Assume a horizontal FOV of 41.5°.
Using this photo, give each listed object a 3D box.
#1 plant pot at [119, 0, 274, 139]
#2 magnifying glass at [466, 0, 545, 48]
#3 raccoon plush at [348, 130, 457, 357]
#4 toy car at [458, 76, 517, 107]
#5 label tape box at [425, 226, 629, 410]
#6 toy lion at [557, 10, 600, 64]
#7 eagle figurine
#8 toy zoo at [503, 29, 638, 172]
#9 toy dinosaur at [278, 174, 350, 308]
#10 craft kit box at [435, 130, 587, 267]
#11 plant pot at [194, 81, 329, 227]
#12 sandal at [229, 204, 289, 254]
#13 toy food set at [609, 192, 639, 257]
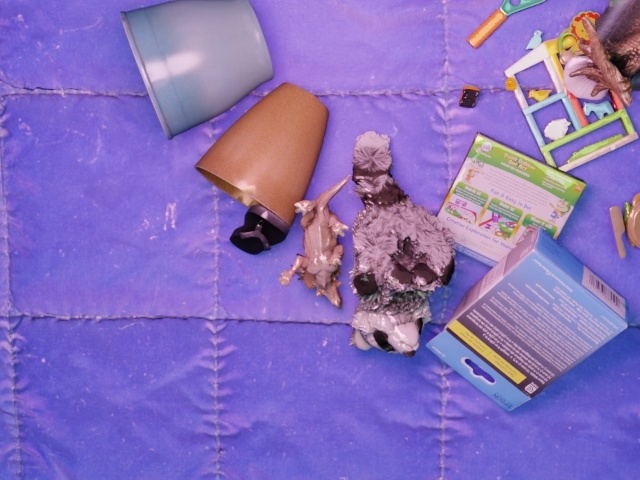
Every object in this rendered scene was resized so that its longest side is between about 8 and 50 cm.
[{"bbox_3d":[-0.241,-0.375,1.737,0.255,0.271,0.272,-20,95,-5],"label":"plant pot"},{"bbox_3d":[0.397,-0.491,1.758,0.231,0.026,0.092,-44,91,11],"label":"magnifying glass"},{"bbox_3d":[0.154,0.028,1.814,0.216,0.299,0.446,5,58,-4],"label":"raccoon plush"},{"bbox_3d":[0.351,-0.313,1.779,0.122,0.060,0.040,-3,54,13],"label":"toy car"},{"bbox_3d":[0.429,0.175,1.782,0.249,0.115,0.348,39,126,-4],"label":"label tape box"},{"bbox_3d":[0.531,-0.415,1.721,0.100,0.034,0.096,-12,89,8],"label":"toy lion"},{"bbox_3d":[0.635,-0.386,1.632,0.225,0.226,0.298,35,63,28],"label":"eagle figurine"},{"bbox_3d":[0.513,-0.305,1.768,0.192,0.030,0.293,-25,95,9],"label":"toy zoo"},{"bbox_3d":[0.000,0.000,1.787,0.127,0.200,0.296,9,96,6],"label":"toy dinosaur"},{"bbox_3d":[0.388,-0.067,1.788,0.250,0.061,0.247,26,110,2],"label":"craft kit box"},{"bbox_3d":[-0.098,-0.194,1.772,0.237,0.237,0.254,31,83,1],"label":"plant pot"},{"bbox_3d":[-0.133,-0.006,1.778,0.097,0.254,0.054,31,67,-7],"label":"sandal"},{"bbox_3d":[0.703,-0.042,1.785,0.192,0.038,0.132,-14,102,-3],"label":"toy food set"}]
